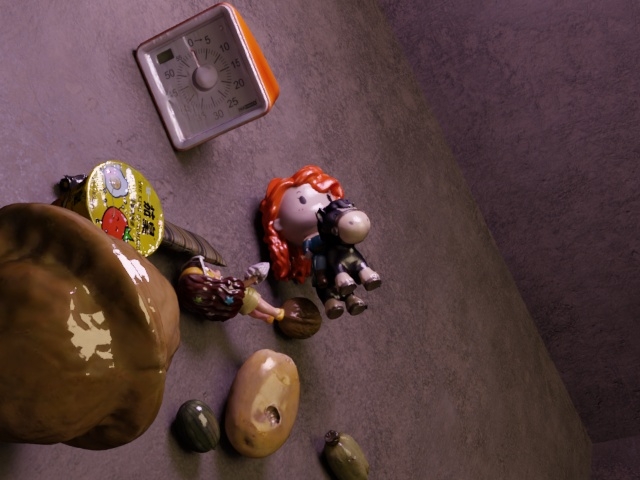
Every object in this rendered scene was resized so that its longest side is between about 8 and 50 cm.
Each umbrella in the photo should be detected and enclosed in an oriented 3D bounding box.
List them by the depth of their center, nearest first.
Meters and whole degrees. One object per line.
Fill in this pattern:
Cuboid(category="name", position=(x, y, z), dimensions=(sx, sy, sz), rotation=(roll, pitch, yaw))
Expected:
Cuboid(category="umbrella", position=(-0.433, -0.112, 1.561), dimensions=(0.144, 0.037, 0.040), rotation=(-13, 105, -61))

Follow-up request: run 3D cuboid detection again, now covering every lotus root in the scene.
Cuboid(category="lotus root", position=(0.057, 0.520, 1.973), dimensions=(0.183, 0.077, 0.090), rotation=(58, 23, -27))

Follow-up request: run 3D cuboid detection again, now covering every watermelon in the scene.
Cuboid(category="watermelon", position=(-0.233, 0.357, 1.574), dimensions=(0.110, 0.078, 0.078), rotation=(66, 28, -10))

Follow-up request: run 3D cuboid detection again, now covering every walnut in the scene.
Cuboid(category="walnut", position=(-0.384, 0.128, 1.149), dimensions=(0.383, 0.383, 0.383), rotation=(38, 41, -44))
Cuboid(category="walnut", position=(-0.052, 0.187, 1.977), dimensions=(0.124, 0.105, 0.105), rotation=(11, 63, -52))

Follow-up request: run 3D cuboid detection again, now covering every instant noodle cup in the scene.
Cuboid(category="instant noodle cup", position=(-0.394, -0.034, 1.470), dimensions=(0.182, 0.144, 0.182), rotation=(36, 44, -44))

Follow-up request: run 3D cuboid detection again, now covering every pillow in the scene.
Cuboid(category="pillow", position=(-0.287, 0.000, 1.711), dimensions=(0.113, 0.038, 0.203), rotation=(42, 8, 39))

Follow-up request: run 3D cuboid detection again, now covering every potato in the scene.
Cuboid(category="potato", position=(-0.120, 0.342, 1.719), dimensions=(0.150, 0.146, 0.234), rotation=(20, 59, -2))

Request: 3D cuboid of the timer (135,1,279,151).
Cuboid(category="timer", position=(-0.249, -0.369, 1.826), dimensions=(0.250, 0.257, 0.161), rotation=(62, 23, -18))

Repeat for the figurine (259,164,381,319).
Cuboid(category="figurine", position=(0.004, -0.001, 1.964), dimensions=(0.412, 0.241, 0.306), rotation=(-140, -145, -58))

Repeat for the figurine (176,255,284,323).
Cuboid(category="figurine", position=(-0.189, 0.114, 1.728), dimensions=(0.240, 0.175, 0.115), rotation=(15, 60, -35))
